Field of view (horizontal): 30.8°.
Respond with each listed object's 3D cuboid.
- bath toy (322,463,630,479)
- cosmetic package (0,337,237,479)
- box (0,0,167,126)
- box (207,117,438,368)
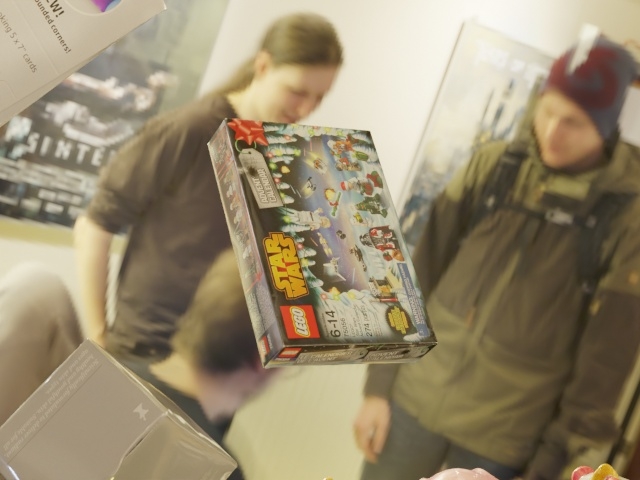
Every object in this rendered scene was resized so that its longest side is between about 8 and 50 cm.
[{"bbox_3d":[0.077,0.215,0.781,0.348,0.151,0.129,-7,39,-7],"label":"bath toy"},{"bbox_3d":[-0.168,0.185,0.982,0.107,0.127,0.238,39,-11,24],"label":"cosmetic package"},{"bbox_3d":[-0.154,-0.081,0.341,0.038,0.186,0.145,19,-36,51],"label":"box"},{"bbox_3d":[0.000,0.000,0.615,0.094,0.027,0.137,1,59,-31],"label":"box"}]
